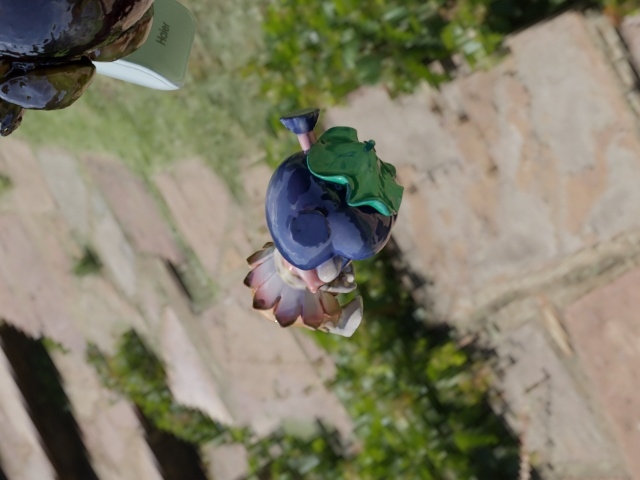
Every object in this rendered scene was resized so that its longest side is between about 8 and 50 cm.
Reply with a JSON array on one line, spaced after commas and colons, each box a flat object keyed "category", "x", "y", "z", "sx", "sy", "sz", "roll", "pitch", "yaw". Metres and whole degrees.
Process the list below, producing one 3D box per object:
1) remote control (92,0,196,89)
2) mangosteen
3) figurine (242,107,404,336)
[{"category": "remote control", "x": -0.250, "y": -0.195, "z": 1.352, "sx": 0.293, "sy": 0.103, "sz": 0.051, "roll": 17, "pitch": 133, "yaw": -10}, {"category": "mangosteen", "x": -0.200, "y": -0.175, "z": 1.080, "sx": 0.192, "sy": 0.192, "sz": 0.217, "roll": 42, "pitch": 134, "yaw": 34}, {"category": "figurine", "x": 0.000, "y": 0.000, "z": 1.181, "sx": 0.195, "sy": 0.102, "sz": 0.111, "roll": 112, "pitch": 150, "yaw": -47}]
